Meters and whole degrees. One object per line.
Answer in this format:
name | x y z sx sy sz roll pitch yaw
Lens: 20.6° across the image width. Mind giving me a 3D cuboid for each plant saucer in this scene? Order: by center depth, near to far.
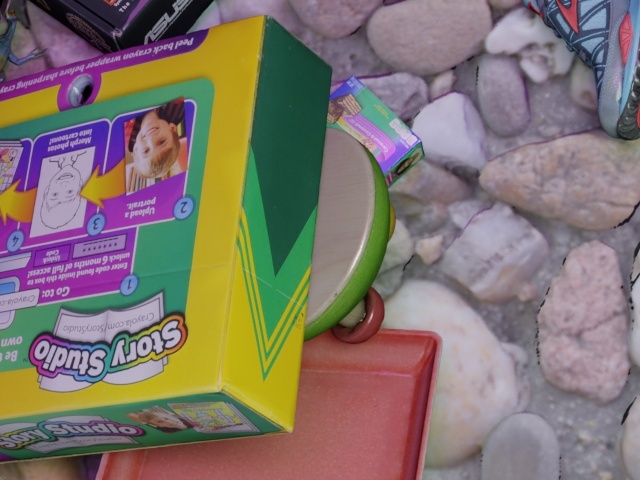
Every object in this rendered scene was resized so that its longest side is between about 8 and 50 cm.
plant saucer | -0.042 0.179 1.402 0.258 0.048 0.259 2 47 12

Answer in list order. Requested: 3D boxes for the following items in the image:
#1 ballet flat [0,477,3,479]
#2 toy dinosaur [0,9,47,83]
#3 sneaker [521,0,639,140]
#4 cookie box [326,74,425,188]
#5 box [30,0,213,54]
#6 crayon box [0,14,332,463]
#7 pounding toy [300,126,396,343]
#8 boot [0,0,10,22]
ballet flat | -0.363 0.365 1.393 0.139 0.139 0.400 11 73 15
toy dinosaur | -0.304 -0.175 1.635 0.090 0.047 0.082 -15 48 16
sneaker | 0.239 -0.197 1.524 0.125 0.104 0.262 -10 62 25
cookie box | 0.021 -0.074 1.531 0.107 0.040 0.092 -42 69 -6
box | -0.162 -0.388 1.661 0.318 0.097 0.395 36 79 24
crayon box | -0.178 0.010 1.425 0.363 0.106 0.313 -10 63 33
pounding toy | 0.000 0.000 1.449 0.183 0.110 0.237 -56 39 9
boot | -0.316 -0.219 1.626 0.087 0.042 0.118 -29 49 38
